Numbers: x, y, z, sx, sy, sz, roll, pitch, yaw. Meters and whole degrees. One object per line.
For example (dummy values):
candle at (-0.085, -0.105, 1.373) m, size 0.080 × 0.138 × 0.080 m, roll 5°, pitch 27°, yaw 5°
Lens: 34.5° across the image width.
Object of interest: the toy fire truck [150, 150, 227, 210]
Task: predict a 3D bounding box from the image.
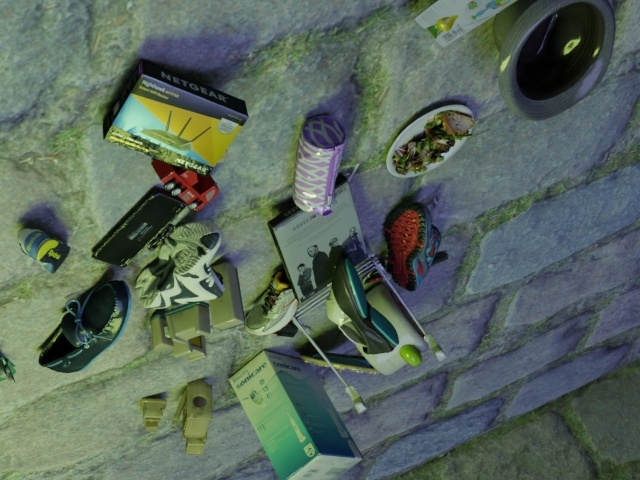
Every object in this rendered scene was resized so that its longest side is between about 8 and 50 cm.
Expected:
toy fire truck at (-0.202, -0.132, 1.701) m, size 0.135 × 0.047 × 0.192 m, roll -35°, pitch 151°, yaw 5°

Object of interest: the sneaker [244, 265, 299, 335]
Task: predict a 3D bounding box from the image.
sneaker at (-0.085, 0.106, 2.162) m, size 0.225 × 0.088 × 0.093 m, roll -49°, pitch 144°, yaw 11°

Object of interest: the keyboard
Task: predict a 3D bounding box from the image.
keyboard at (-0.309, -0.018, 1.803) m, size 0.180 × 0.023 × 0.108 m, roll -42°, pitch 143°, yaw 20°

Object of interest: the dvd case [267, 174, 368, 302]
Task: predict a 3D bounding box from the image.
dvd case at (0.000, 0.000, 2.047) m, size 0.179 × 0.029 × 0.238 m, roll -34°, pitch 139°, yaw -14°

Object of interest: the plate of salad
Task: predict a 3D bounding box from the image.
plate of salad at (0.221, -0.186, 2.023) m, size 0.200 × 0.048 × 0.200 m, roll -24°, pitch 151°, yaw -14°

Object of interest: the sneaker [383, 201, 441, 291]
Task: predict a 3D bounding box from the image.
sneaker at (0.209, -0.010, 2.269) m, size 0.125 × 0.104 × 0.261 m, roll -46°, pitch 156°, yaw -30°

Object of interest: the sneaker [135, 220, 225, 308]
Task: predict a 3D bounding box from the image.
sneaker at (-0.221, 0.046, 1.914) m, size 0.153 × 0.094 × 0.235 m, roll 2°, pitch 137°, yaw -47°

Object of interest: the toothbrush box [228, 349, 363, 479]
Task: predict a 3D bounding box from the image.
toothbrush box at (-0.058, 0.423, 2.449) m, size 0.126 × 0.295 × 0.216 m, roll -40°, pitch 151°, yaw 16°

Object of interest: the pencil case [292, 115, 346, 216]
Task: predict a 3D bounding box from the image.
pencil case at (-0.003, -0.130, 1.854) m, size 0.086 × 0.088 × 0.206 m, roll -23°, pitch 149°, yaw -20°

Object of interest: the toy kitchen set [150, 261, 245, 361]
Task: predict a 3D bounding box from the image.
toy kitchen set at (-0.227, 0.149, 2.084) m, size 0.207 × 0.122 × 0.166 m, roll -19°, pitch 156°, yaw 21°

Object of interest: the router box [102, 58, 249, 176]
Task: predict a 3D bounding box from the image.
router box at (-0.219, -0.181, 1.551) m, size 0.179 × 0.046 × 0.133 m, roll 19°, pitch 127°, yaw -29°

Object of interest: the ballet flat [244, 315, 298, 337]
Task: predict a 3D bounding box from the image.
ballet flat at (-0.112, 0.184, 2.299) m, size 0.058 × 0.049 × 0.173 m, roll 2°, pitch 170°, yaw 36°

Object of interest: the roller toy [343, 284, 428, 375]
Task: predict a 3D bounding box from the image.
roller toy at (0.146, 0.214, 2.431) m, size 0.146 × 0.191 × 0.209 m, roll -37°, pitch -170°, yaw 7°

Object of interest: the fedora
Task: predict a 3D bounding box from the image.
fedora at (0.397, -0.359, 1.842) m, size 0.244 × 0.124 × 0.275 m, roll -35°, pitch 143°, yaw 1°

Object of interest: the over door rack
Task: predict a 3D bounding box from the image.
over door rack at (0.089, 0.187, 2.285) m, size 0.240 × 0.108 × 0.324 m, roll -34°, pitch 107°, yaw 4°

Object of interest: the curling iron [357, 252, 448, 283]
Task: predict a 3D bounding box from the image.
curling iron at (0.199, 0.059, 2.398) m, size 0.274 × 0.035 × 0.068 m, roll -7°, pitch 143°, yaw -37°

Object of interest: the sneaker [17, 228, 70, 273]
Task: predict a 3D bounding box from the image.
sneaker at (-0.452, 0.013, 1.688) m, size 0.053 × 0.059 × 0.144 m, roll -59°, pitch 172°, yaw -14°

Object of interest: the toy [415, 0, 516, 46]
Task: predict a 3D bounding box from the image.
toy at (0.269, -0.422, 1.695) m, size 0.237 × 0.056 × 0.137 m, roll -35°, pitch 155°, yaw 17°

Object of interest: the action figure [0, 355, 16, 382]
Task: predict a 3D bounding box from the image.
action figure at (-0.679, 0.281, 1.877) m, size 0.232 × 0.063 × 0.137 m, roll -24°, pitch 154°, yaw -6°

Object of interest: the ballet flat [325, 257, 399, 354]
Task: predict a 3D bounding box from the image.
ballet flat at (0.070, 0.152, 2.139) m, size 0.096 × 0.095 × 0.280 m, roll -21°, pitch 129°, yaw 16°

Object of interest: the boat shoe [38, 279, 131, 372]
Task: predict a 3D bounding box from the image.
boat shoe at (-0.434, 0.171, 1.892) m, size 0.089 × 0.109 × 0.258 m, roll 5°, pitch 133°, yaw -43°

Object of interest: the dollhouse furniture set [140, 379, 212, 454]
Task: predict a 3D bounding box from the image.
dollhouse furniture set at (-0.343, 0.411, 2.405) m, size 0.161 × 0.101 × 0.182 m, roll 5°, pitch 141°, yaw -12°

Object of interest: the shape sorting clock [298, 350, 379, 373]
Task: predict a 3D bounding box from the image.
shape sorting clock at (0.049, 0.299, 2.497) m, size 0.206 × 0.040 × 0.206 m, roll 6°, pitch 177°, yaw 0°
